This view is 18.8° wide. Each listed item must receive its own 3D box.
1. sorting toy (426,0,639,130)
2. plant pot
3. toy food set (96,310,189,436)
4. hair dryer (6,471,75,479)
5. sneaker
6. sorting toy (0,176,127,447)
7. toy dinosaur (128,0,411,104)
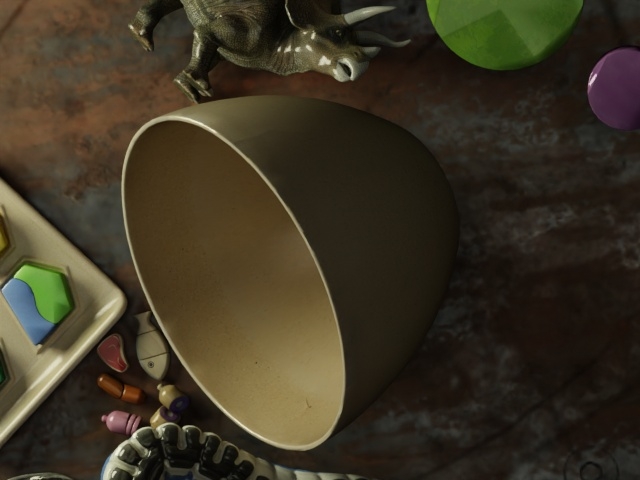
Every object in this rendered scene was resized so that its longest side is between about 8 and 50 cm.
[{"bbox_3d":[0.137,-0.226,1.598,0.365,0.126,0.127,38,106,0],"label":"sorting toy"},{"bbox_3d":[0.000,0.000,1.553,0.191,0.284,0.284,-26,87,-30],"label":"plant pot"},{"bbox_3d":[-0.158,0.129,1.668,0.078,0.019,0.122,-24,88,5],"label":"toy food set"},{"bbox_3d":[-0.170,0.337,1.639,0.293,0.080,0.224,17,91,5],"label":"hair dryer"},{"bbox_3d":[-0.032,0.239,1.611,0.330,0.147,0.130,26,77,-13],"label":"sneaker"},{"bbox_3d":[-0.301,0.054,1.672,0.208,0.038,0.193,43,94,4],"label":"sorting toy"},{"bbox_3d":[-0.088,-0.218,1.631,0.160,0.121,0.313,-42,82,-8],"label":"toy dinosaur"}]
